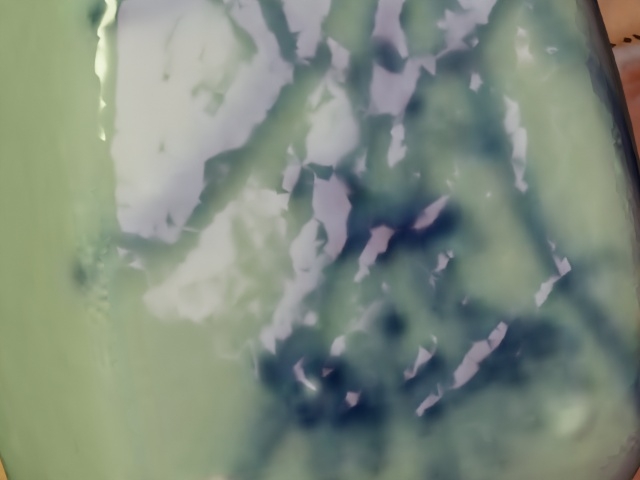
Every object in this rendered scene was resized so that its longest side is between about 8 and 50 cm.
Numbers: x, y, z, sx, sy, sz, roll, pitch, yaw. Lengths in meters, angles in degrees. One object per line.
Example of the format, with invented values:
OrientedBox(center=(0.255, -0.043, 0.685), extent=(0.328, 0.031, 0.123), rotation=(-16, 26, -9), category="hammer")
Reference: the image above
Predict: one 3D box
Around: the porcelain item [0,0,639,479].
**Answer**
OrientedBox(center=(0.000, 0.000, 0.662), extent=(0.242, 0.178, 0.405), rotation=(-9, 95, -12), category="porcelain item")
